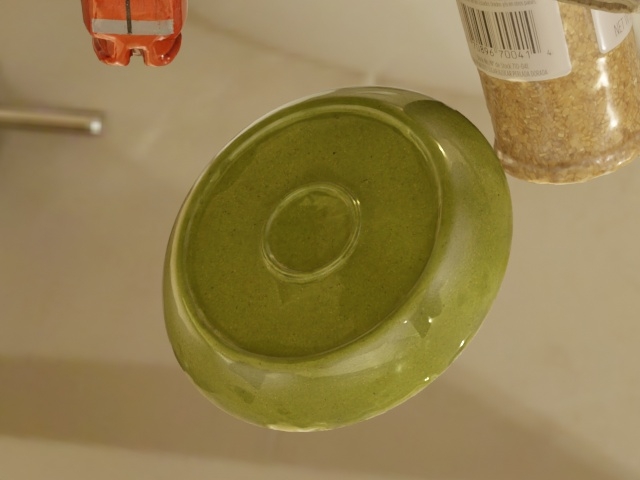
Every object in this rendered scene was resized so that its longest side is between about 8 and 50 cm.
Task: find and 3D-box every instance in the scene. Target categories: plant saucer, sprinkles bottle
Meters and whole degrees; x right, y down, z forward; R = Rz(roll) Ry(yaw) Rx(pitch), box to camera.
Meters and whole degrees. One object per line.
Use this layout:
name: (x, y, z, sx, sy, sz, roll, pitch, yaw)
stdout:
plant saucer: (0.000, 0.000, 1.240, 0.037, 0.241, 0.241, 47, 57, -53)
sprinkles bottle: (0.136, -0.213, 1.340, 0.121, 0.121, 0.355, -48, 132, -42)

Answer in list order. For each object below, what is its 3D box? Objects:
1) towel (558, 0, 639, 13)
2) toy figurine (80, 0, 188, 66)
towel: (0.187, -0.211, 1.077, 0.282, 0.187, 0.049, -37, 130, -31)
toy figurine: (-0.102, -0.228, 1.104, 0.209, 0.213, 0.148, -38, 155, -24)
